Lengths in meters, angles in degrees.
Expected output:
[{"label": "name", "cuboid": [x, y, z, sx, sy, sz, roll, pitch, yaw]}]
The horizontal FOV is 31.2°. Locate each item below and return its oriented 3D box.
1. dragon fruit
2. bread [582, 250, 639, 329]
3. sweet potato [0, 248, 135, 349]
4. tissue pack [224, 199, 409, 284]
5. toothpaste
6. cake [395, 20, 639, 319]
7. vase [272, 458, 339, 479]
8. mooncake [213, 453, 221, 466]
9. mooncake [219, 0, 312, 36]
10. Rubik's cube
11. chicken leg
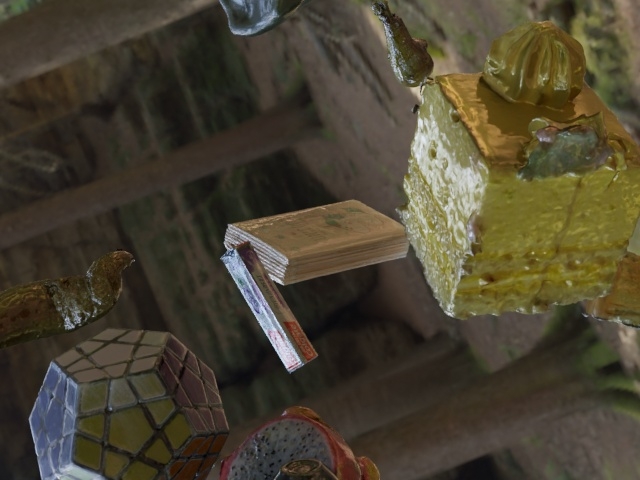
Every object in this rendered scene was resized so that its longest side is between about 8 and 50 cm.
[{"label": "dragon fruit", "cuboid": [-0.035, 0.458, 1.994, 0.189, 0.290, 0.290, 43, -164, -42]}, {"label": "bread", "cuboid": [0.548, 0.129, 2.069, 0.160, 0.140, 0.169, 89, -163, -49]}, {"label": "sweet potato", "cuboid": [-0.409, 0.103, 1.666, 0.098, 0.310, 0.124, 67, 159, -4]}, {"label": "tissue pack", "cuboid": [0.000, 0.000, 2.103, 0.170, 0.325, 0.071, 31, 120, 37]}, {"label": "toothpaste", "cuboid": [-0.072, 0.094, 1.650, 0.047, 0.040, 0.196, -27, -94, -50]}, {"label": "cake", "cuboid": [0.234, -0.086, 1.331, 0.227, 0.222, 0.286, -114, 24, -45]}, {"label": "vase", "cuboid": [-0.020, 0.443, 1.817, 0.120, 0.120, 0.183, -118, 21, -77]}, {"label": "mooncake", "cuboid": [-0.218, 0.491, 2.260, 0.150, 0.057, 0.347, 41, 150, 5]}, {"label": "mooncake", "cuboid": [-0.071, -0.288, 1.107, 0.104, 0.175, 0.168, -1, 73, 58]}, {"label": "Rubik's cube", "cuboid": [-0.308, 0.295, 1.846, 0.319, 0.264, 0.319, -15, 71, 51]}, {"label": "chicken leg", "cuboid": [0.128, -0.323, 1.847, 0.178, 0.070, 0.093, 50, -146, -43]}]
